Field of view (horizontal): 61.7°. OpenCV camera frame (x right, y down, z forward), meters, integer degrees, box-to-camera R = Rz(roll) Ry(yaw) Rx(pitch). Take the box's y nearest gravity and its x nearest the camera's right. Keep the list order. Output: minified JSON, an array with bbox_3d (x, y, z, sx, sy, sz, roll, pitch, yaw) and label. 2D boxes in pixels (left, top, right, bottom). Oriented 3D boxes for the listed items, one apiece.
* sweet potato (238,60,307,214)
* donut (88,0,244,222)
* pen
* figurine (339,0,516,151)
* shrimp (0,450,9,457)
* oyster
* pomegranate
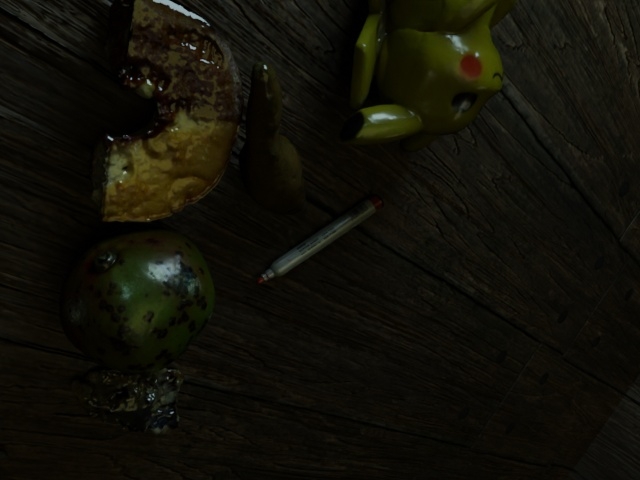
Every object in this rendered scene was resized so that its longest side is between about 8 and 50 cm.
[{"bbox_3d":[-0.059,-0.092,0.610,0.074,0.075,0.270,-37,156,-13],"label":"sweet potato"},{"bbox_3d":[-0.161,-0.127,0.539,0.141,0.085,0.217,6,111,-38],"label":"donut"},{"bbox_3d":[0.000,0.000,0.759,0.218,0.026,0.026,-34,129,-16],"label":"pen"},{"bbox_3d":[0.132,-0.246,0.625,0.218,0.169,0.327,-24,123,-52],"label":"figurine"},{"bbox_3d":[-0.440,0.362,0.561,0.221,0.166,0.411,25,94,-14],"label":"shrimp"},{"bbox_3d":[-0.242,0.203,0.681,0.148,0.051,0.103,14,98,-29],"label":"oyster"},{"bbox_3d":[-0.191,0.074,0.590,0.159,0.159,0.205,-36,154,-14],"label":"pomegranate"}]
